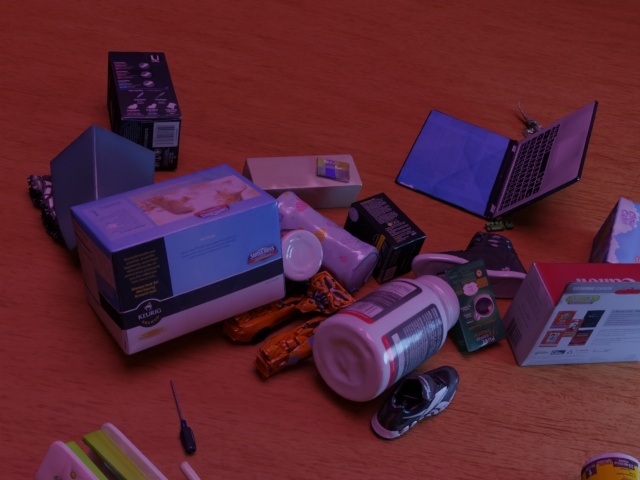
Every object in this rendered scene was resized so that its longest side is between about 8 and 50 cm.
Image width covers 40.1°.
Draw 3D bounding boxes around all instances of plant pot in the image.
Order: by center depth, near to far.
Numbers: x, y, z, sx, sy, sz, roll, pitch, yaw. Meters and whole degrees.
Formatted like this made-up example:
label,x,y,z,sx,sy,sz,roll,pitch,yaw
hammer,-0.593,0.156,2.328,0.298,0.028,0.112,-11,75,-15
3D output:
label,x,y,z,sx,sy,sz,roll,pitch,yaw
plant pot,-0.457,-0.083,1.845,0.165,0.165,0.234,25,44,-42

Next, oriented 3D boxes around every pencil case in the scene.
label,x,y,z,sx,sy,sz,roll,pitch,yaw
pencil case,0.000,0.000,1.963,0.273,0.114,0.124,34,10,18

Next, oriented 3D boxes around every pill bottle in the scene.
label,x,y,z,sx,sy,sz,roll,pitch,yaw
pill bottle,0.546,0.507,1.604,0.117,0.117,0.215,13,43,-4
pill bottle,0.145,0.181,1.765,0.176,0.176,0.318,39,39,23
pill bottle,-0.083,0.028,1.862,0.107,0.108,0.180,-15,9,-29

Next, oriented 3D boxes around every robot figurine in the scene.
label,x,y,z,sx,sy,sz,roll,pitch,yaw
robot figurine,-0.043,0.160,1.808,0.291,0.085,0.211,-26,58,-36

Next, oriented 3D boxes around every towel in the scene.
label,x,y,z,sx,sy,sz,roll,pitch,yaw
towel,0.031,-0.170,2.093,0.083,0.009,0.060,11,51,-10

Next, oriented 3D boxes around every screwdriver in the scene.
label,x,y,z,sx,sy,sz,roll,pitch,yaw
screwdriver,-0.256,0.324,1.627,0.025,0.024,0.170,26,27,-35

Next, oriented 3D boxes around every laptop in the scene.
label,x,y,z,sx,sy,sz,roll,pitch,yaw
laptop,0.467,-0.257,2.295,0.236,0.407,0.382,47,41,-17

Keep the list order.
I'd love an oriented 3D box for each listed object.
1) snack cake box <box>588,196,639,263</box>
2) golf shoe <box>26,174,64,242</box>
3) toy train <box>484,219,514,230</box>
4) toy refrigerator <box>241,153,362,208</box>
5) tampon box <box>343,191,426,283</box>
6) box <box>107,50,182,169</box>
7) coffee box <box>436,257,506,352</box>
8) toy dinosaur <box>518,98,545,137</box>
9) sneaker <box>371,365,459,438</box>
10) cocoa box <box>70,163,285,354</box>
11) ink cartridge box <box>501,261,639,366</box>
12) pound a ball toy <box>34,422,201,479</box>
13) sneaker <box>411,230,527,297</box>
label,x,y,z,sx,sy,sz,roll,pitch,yaw
snack cake box,0.715,0.035,2.118,0.089,0.152,0.264,23,43,8
golf shoe,-0.566,-0.080,1.903,0.093,0.077,0.198,-13,52,-28
toy train,0.451,-0.036,2.211,0.083,0.017,0.024,-6,58,-22
toy refrigerator,-0.048,-0.136,2.110,0.269,0.094,0.102,-5,54,-21
tampon box,0.140,-0.007,2.010,0.101,0.120,0.161,-20,54,-33
box,-0.431,-0.315,2.121,0.143,0.165,0.270,-4,47,-20
coffee box,0.327,0.141,1.904,0.113,0.040,0.184,-16,88,-29
toy dinosaur,0.622,-0.335,2.560,0.183,0.053,0.092,43,33,16
sneaker,0.202,0.299,1.723,0.234,0.106,0.078,-26,58,-36
cocoa box,-0.274,0.024,1.715,0.347,0.228,0.231,-19,32,-27
ink cartridge box,0.591,0.136,1.889,0.309,0.272,0.130,1,45,-17
pound a ball toy,-0.285,0.447,1.430,0.319,0.136,0.208,38,22,22
sneaker,0.337,0.046,2.036,0.295,0.105,0.147,9,41,-16
